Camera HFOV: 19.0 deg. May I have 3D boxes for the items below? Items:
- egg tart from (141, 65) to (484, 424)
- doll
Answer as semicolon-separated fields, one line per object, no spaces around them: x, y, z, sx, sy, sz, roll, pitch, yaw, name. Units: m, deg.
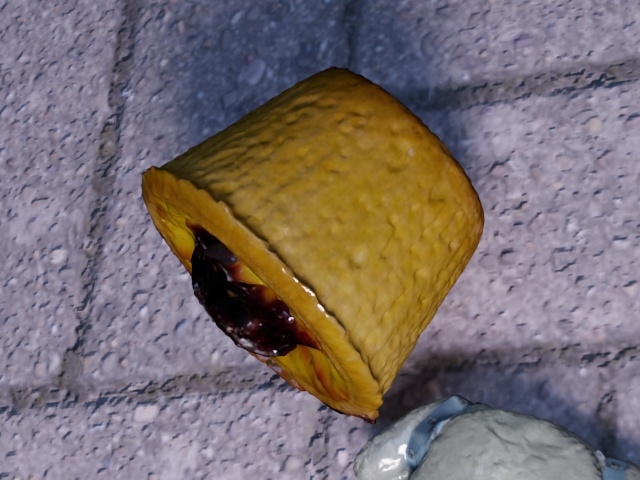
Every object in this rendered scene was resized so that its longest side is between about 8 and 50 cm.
0.000;0.000;1.213;0.171;0.215;0.215;-43;51;-13;egg tart
0.115;0.152;1.139;0.214;0.071;0.103;18;77;32;doll
